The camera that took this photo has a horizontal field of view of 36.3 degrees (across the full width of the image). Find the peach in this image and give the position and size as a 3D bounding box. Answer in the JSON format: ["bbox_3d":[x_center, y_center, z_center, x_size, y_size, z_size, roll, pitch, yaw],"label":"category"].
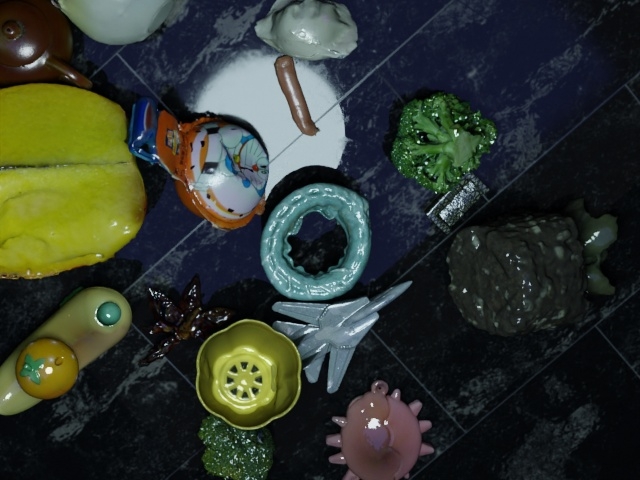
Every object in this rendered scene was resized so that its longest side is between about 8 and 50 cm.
[{"bbox_3d":[-0.502,-0.095,1.695,0.381,0.242,0.306,-11,138,-13],"label":"peach"}]

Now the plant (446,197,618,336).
[{"bbox_3d":[0.403,0.045,1.796,0.312,0.213,0.215,-18,106,-36],"label":"plant"}]

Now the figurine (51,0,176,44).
[{"bbox_3d":[-0.397,-0.527,1.662,0.394,0.226,0.274,42,66,1],"label":"figurine"}]

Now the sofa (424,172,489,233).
[{"bbox_3d":[0.256,-0.074,1.839,0.060,0.039,0.118,42,97,-11],"label":"sofa"}]

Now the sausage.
[{"bbox_3d":[-0.044,-0.262,1.785,0.042,0.036,0.157,-20,103,9],"label":"sausage"}]

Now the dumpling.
[{"bbox_3d":[-0.021,-0.386,1.732,0.188,0.108,0.127,11,78,11],"label":"dumpling"}]

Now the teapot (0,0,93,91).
[{"bbox_3d":[-0.504,-0.335,1.683,0.252,0.135,0.178,35,88,-2],"label":"teapot"}]

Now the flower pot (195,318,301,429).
[{"bbox_3d":[-0.137,0.250,1.800,0.195,0.179,0.195,1,80,-8],"label":"flower pot"}]

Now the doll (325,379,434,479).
[{"bbox_3d":[0.118,0.399,1.907,0.211,0.093,0.261,-10,102,-4],"label":"doll"}]

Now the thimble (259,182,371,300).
[{"bbox_3d":[0.000,0.000,1.772,0.198,0.143,0.235,44,90,0],"label":"thimble"}]

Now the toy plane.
[{"bbox_3d":[0.056,0.145,1.858,0.267,0.088,0.212,-34,103,-4],"label":"toy plane"}]

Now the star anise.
[{"bbox_3d":[-0.268,0.144,1.852,0.213,0.053,0.157,-16,103,3],"label":"star anise"}]

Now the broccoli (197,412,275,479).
[{"bbox_3d":[-0.163,0.397,1.878,0.162,0.145,0.138,39,129,-23],"label":"broccoli"}]

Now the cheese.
[{"bbox_3d":[-0.206,-0.136,1.702,0.129,0.216,0.329,-17,148,34],"label":"cheese"}]

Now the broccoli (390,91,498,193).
[{"bbox_3d":[0.222,-0.177,1.762,0.195,0.156,0.195,-11,110,-31],"label":"broccoli"}]

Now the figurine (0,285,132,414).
[{"bbox_3d":[-0.475,0.208,1.769,0.324,0.222,0.124,-40,104,5],"label":"figurine"}]
